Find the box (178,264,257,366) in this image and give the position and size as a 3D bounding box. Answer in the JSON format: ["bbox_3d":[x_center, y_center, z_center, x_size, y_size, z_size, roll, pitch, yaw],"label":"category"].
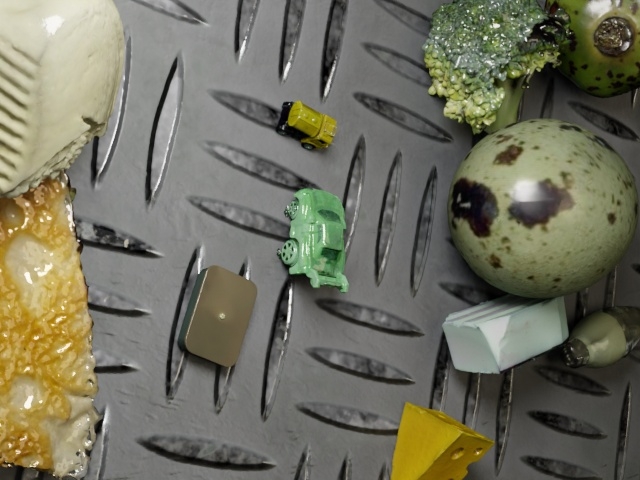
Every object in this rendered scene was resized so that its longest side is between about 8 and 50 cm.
[{"bbox_3d":[-0.142,0.103,1.465,0.091,0.031,0.126,26,71,-35],"label":"box"}]

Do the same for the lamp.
[{"bbox_3d":[0.519,0.175,1.948,0.250,0.101,0.101,-17,97,-42],"label":"lamp"}]

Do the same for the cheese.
[{"bbox_3d":[0.168,0.357,1.668,0.093,0.126,0.171,25,90,-41],"label":"cheese"}]

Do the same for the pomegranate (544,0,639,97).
[{"bbox_3d":[0.514,-0.376,1.891,0.270,0.254,0.254,-44,117,-69],"label":"pomegranate"}]

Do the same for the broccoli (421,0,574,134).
[{"bbox_3d":[0.293,-0.275,1.740,0.263,0.246,0.243,-100,179,-45],"label":"broccoli"}]

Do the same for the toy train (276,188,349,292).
[{"bbox_3d":[0.000,0.000,1.556,0.099,0.081,0.149,12,79,-37],"label":"toy train"}]

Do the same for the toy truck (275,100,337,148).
[{"bbox_3d":[-0.017,-0.169,1.572,0.083,0.054,0.049,26,71,-35],"label":"toy truck"}]

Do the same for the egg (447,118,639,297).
[{"bbox_3d":[0.362,-0.053,1.715,0.379,0.287,0.288,-15,96,-52],"label":"egg"}]

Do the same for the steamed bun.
[{"bbox_3d":[-0.356,-0.222,1.186,0.290,0.273,0.272,32,32,-4],"label":"steamed bun"}]

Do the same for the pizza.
[{"bbox_3d":[-0.416,0.043,1.222,0.435,0.080,0.392,24,72,-36],"label":"pizza"}]

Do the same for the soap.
[{"bbox_3d":[0.300,0.148,1.743,0.230,0.145,0.091,-16,97,-38],"label":"soap"}]
